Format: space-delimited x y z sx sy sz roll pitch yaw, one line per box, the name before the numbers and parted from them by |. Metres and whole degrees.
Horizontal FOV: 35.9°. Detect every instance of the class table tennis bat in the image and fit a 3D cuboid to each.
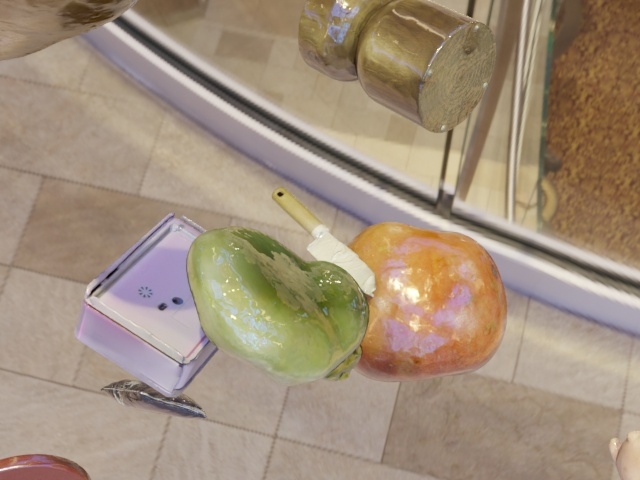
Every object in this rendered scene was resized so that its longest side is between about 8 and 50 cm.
table tennis bat | -0.448 0.398 1.371 0.310 0.200 0.038 -41 41 18

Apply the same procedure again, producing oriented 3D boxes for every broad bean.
broad bean | -0.039 0.067 0.930 0.100 0.228 0.169 -43 37 22

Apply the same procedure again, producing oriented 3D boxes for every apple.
apple | 0.136 0.085 1.405 0.253 0.253 0.253 -1 69 3

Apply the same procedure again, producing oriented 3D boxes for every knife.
knife | 0.001 0.002 1.380 0.047 0.017 0.298 -35 42 -12

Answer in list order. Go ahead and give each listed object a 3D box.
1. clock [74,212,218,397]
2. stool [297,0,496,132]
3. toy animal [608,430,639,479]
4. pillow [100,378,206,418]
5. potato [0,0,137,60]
clock | -0.168 0.068 1.117 0.144 0.073 0.193 32 38 7
stool | 0.117 -0.299 1.537 0.264 0.179 0.179 33 74 34
toy animal | 0.201 0.171 0.574 0.082 0.091 0.114 -37 77 -1
pillow | -0.308 0.288 1.802 0.141 0.208 0.055 23 76 -30
potato | -0.205 -0.201 0.594 0.195 0.369 0.176 -9 86 -38
